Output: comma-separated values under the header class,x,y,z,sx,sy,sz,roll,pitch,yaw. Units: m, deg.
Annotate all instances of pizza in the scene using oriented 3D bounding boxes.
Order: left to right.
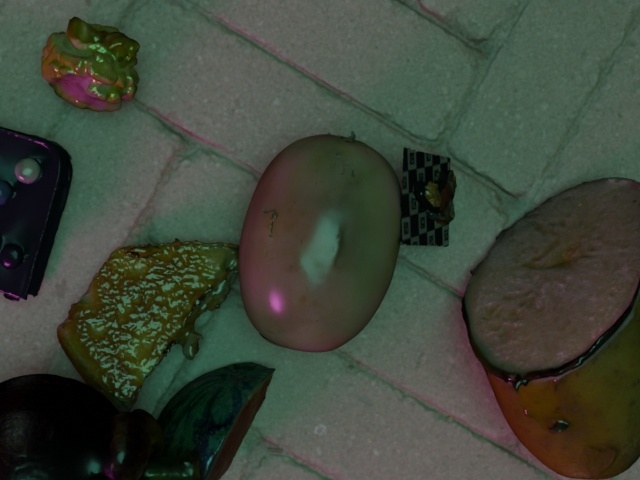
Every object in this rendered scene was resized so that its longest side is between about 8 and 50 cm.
class,x,y,z,sx,sy,sz,roll,pitch,yaw
pizza,-0.241,0.093,1.624,0.189,0.071,0.297,40,82,6

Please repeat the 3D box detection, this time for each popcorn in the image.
class,x,y,z,sx,sy,sz,roll,pitch,yaw
popcorn,-0.322,-0.247,1.578,0.126,0.145,0.126,19,93,-41

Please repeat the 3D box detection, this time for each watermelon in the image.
class,x,y,z,sx,sy,sz,roll,pitch,yaw
watermelon,-0.162,0.268,1.596,0.128,0.146,0.231,28,89,-7

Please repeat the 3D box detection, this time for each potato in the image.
class,x,y,z,sx,sy,sz,roll,pitch,yaw
potato,0.393,0.150,1.659,0.296,0.290,0.397,55,43,-32

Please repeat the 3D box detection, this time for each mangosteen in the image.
class,x,y,z,sx,sy,sz,roll,pitch,yaw
mangosteen,-0.352,0.315,1.482,0.314,0.297,0.296,-23,95,37

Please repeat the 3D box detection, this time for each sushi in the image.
class,x,y,z,sx,sy,sz,roll,pitch,yaw
sushi,0.166,-0.059,1.618,0.031,0.201,0.139,1,91,26

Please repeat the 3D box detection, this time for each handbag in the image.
class,x,y,z,sx,sy,sz,roll,pitch,yaw
handbag,-0.533,-0.046,1.565,0.326,0.118,0.269,15,89,-5

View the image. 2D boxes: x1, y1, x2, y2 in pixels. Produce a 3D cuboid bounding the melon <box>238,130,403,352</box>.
class,x,y,z,sx,sy,sz,roll,pitch,yaw
melon,0.000,0.000,1.580,0.223,0.223,0.316,14,89,-7
